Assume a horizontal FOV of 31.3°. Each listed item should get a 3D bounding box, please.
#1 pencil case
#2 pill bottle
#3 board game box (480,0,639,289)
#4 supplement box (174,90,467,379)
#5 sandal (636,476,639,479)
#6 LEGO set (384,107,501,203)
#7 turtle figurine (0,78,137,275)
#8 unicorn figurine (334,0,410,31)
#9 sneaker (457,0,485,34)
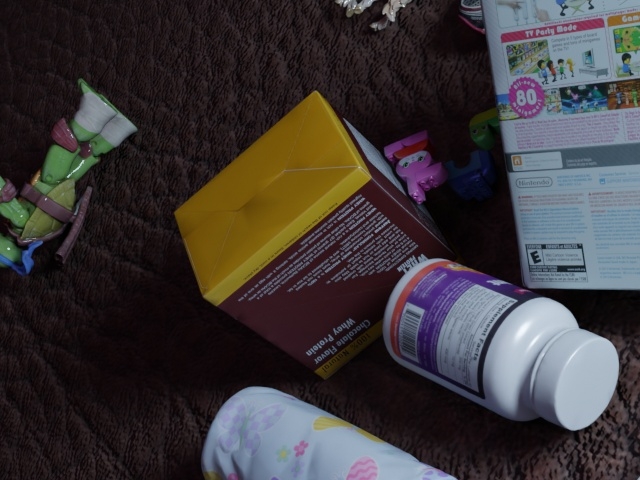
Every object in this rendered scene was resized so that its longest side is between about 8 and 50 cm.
[{"bbox_3d":[0.008,0.223,1.018,0.273,0.113,0.124,17,84,47],"label":"pencil case"},{"bbox_3d":[0.154,0.091,0.985,0.193,0.108,0.108,23,78,47],"label":"pill bottle"},{"bbox_3d":[0.256,-0.116,0.921,0.224,0.097,0.303,-1,105,41],"label":"board game box"},{"bbox_3d":[0.000,0.000,1.122,0.191,0.194,0.129,-40,43,13],"label":"supplement box"},{"bbox_3d":[0.203,0.279,0.811,0.169,0.102,0.416,27,81,48],"label":"sandal"},{"bbox_3d":[0.186,-0.073,1.097,0.227,0.087,0.093,-21,52,22],"label":"LEGO set"},{"bbox_3d":[-0.402,-0.113,1.566,0.266,0.198,0.275,-47,45,-1],"label":"turtle figurine"},{"bbox_3d":[0.068,-0.323,1.406,0.162,0.060,0.111,40,91,33],"label":"unicorn figurine"},{"bbox_3d":[0.241,-0.351,1.207,0.299,0.112,0.121,-53,37,12],"label":"sneaker"}]
